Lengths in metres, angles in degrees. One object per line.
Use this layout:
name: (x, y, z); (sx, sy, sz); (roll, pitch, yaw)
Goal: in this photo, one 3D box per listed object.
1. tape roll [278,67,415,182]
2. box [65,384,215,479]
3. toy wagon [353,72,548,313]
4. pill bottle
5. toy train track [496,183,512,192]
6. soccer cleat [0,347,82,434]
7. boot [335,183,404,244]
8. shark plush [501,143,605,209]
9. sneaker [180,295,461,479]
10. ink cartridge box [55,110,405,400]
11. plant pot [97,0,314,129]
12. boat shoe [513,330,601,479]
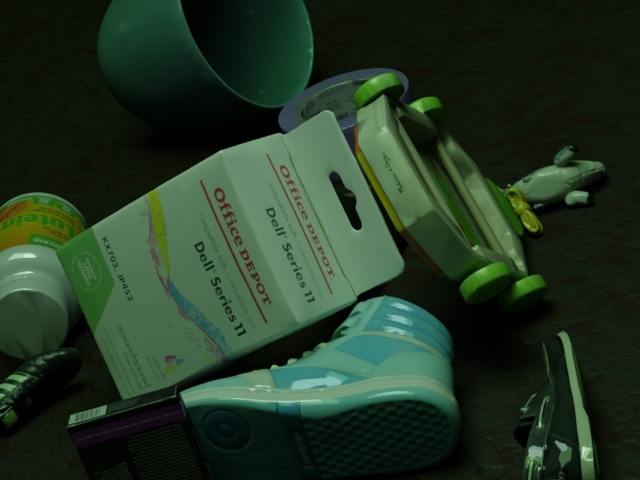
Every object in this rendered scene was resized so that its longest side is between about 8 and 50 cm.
tape roll: (0.042, -0.160, 2.405); (0.189, 0.080, 0.189); (-16, 27, 8)
box: (-0.170, 0.230, 1.729); (0.116, 0.162, 0.029); (-16, 23, 6)
toy wagon: (0.156, -0.041, 1.933); (0.068, 0.267, 0.344); (-34, -21, 17)
pill bottle: (-0.367, 0.048, 2.225); (0.136, 0.136, 0.245); (-18, 27, 4)
toy train track: (0.219, -0.068, 2.187); (0.048, 0.014, 0.083); (-28, 27, -16)
soccer cleat: (-0.358, 0.188, 2.057); (0.179, 0.060, 0.072); (-28, 37, -2)
boot: (0.000, 0.000, 2.054); (0.115, 0.112, 0.305); (-21, -2, 24)
shark plush: (0.271, -0.057, 2.121); (0.161, 0.073, 0.067); (-30, 0, 13)
sneaker: (-0.004, 0.151, 1.812); (0.319, 0.127, 0.208); (-3, 32, 12)
ink cartridge box: (-0.102, 0.022, 1.878); (0.353, 0.207, 0.119); (-28, -5, 37)
plant pot: (-0.192, -0.298, 2.616); (0.235, 0.293, 0.293); (-21, 21, 37)
boat shoe: (0.222, 0.166, 1.672); (0.079, 0.084, 0.233); (-13, 31, 12)
